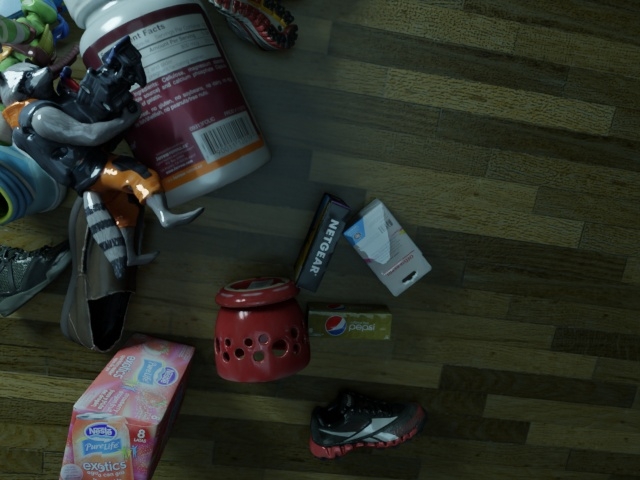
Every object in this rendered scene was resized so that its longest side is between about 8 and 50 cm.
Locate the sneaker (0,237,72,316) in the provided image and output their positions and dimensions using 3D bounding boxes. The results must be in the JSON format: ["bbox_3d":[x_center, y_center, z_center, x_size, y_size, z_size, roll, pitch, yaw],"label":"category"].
[{"bbox_3d":[-0.578,0.040,0.945,0.227,0.087,0.130,-34,110,8],"label":"sneaker"}]

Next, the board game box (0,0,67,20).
[{"bbox_3d":[-0.520,-0.552,0.818,0.302,0.086,0.308,-25,103,1],"label":"board game box"}]

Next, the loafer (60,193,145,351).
[{"bbox_3d":[-0.396,0.055,0.925,0.130,0.133,0.366,28,113,33],"label":"loafer"}]

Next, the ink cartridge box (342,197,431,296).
[{"bbox_3d":[0.137,0.015,1.014,0.104,0.061,0.181,-38,102,5],"label":"ink cartridge box"}]

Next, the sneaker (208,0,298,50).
[{"bbox_3d":[-0.149,-0.408,0.846,0.225,0.092,0.088,34,72,-37],"label":"sneaker"}]

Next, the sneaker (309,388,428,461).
[{"bbox_3d":[0.102,0.397,1.077,0.276,0.097,0.135,-12,106,-1],"label":"sneaker"}]

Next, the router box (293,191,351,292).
[{"bbox_3d":[0.000,0.000,0.962,0.046,0.133,0.179,21,99,-10],"label":"router box"}]

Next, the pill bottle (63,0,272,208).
[{"bbox_3d":[-0.262,-0.274,0.832,0.224,0.224,0.392,-24,103,1],"label":"pill bottle"}]

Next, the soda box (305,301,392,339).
[{"bbox_3d":[0.061,0.174,1.045,0.181,0.058,0.061,3,102,-6],"label":"soda box"}]

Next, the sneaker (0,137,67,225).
[{"bbox_3d":[-0.628,-0.147,0.832,0.319,0.208,0.127,35,107,-11],"label":"sneaker"}]

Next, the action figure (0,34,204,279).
[{"bbox_3d":[-0.325,-0.126,0.688,0.330,0.341,0.178,49,59,-9],"label":"action figure"}]

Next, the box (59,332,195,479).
[{"bbox_3d":[-0.348,0.313,0.916,0.142,0.300,0.154,14,100,-6],"label":"box"}]

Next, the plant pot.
[{"bbox_3d":[-0.123,0.169,0.965,0.191,0.191,0.174,-8,96,-3],"label":"plant pot"}]

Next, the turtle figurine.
[{"bbox_3d":[-0.528,-0.290,0.730,0.197,0.274,0.266,9,84,10],"label":"turtle figurine"}]
